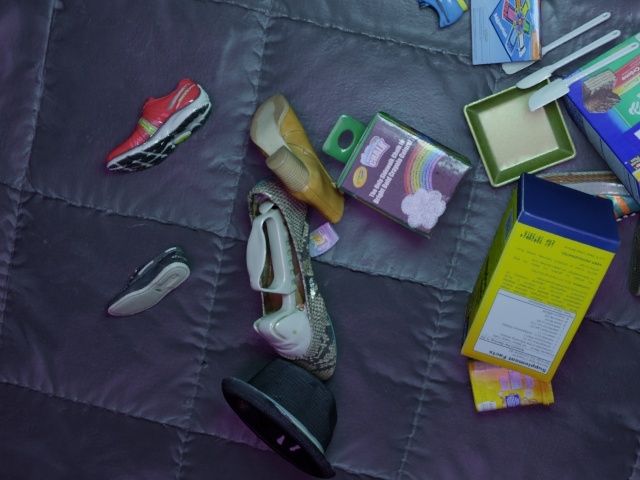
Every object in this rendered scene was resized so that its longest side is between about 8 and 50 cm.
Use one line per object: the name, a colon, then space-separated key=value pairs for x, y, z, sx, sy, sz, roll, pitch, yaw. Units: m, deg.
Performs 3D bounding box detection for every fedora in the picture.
fedora: x=-0.060 y=0.377 z=1.833 sx=0.334 sy=0.334 sz=0.152 roll=41 pitch=68 yaw=0

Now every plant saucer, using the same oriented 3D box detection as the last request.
plant saucer: x=0.423 y=-0.233 z=1.758 sx=0.188 sy=0.045 sz=0.188 roll=-21 pitch=95 yaw=10

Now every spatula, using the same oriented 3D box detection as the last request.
spatula: x=0.508 y=-0.376 z=1.686 sx=0.242 sy=0.168 sz=0.019 roll=-29 pitch=135 yaw=13

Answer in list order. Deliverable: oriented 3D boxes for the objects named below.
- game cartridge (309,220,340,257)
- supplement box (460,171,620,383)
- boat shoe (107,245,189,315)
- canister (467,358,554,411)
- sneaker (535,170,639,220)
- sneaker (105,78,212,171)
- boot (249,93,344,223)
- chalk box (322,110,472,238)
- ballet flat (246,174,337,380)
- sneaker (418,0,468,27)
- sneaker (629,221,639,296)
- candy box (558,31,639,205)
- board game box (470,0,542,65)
game cartridge: x=0.000 y=0.000 z=1.862 sx=0.083 sy=0.017 sz=0.056 roll=-34 pitch=97 yaw=11
supplement box: x=0.438 y=0.076 z=1.677 sx=0.194 sy=0.195 sz=0.356 roll=19 pitch=120 yaw=4
boat shoe: x=-0.401 y=0.099 z=1.908 sx=0.233 sy=0.084 sz=0.079 roll=-35 pitch=55 yaw=18
canister: x=0.421 y=0.310 z=1.830 sx=0.170 sy=0.073 sz=0.126 roll=-10 pitch=97 yaw=10
sneaker: x=0.594 y=-0.076 z=1.740 sx=0.302 sy=0.108 sz=0.121 roll=1 pitch=114 yaw=5
sneaker: x=-0.370 y=-0.256 z=1.841 sx=0.279 sy=0.107 sz=0.118 roll=-35 pitch=75 yaw=8
boot: x=-0.044 y=-0.171 z=1.773 sx=0.104 sy=0.295 sz=0.211 roll=-34 pitch=128 yaw=17
chalk box: x=0.150 y=-0.159 z=1.738 sx=0.289 sy=0.179 sz=0.180 roll=31 pitch=102 yaw=2
ballet flat: x=-0.087 y=0.100 z=1.801 sx=0.164 sy=0.182 sz=0.483 roll=-5 pitch=100 yaw=32
sneaker: x=0.220 y=-0.543 z=1.723 sx=0.082 sy=0.069 sz=0.209 roll=-35 pitch=93 yaw=15
sneaker: x=0.714 y=0.029 z=1.763 sx=0.071 sy=0.066 sz=0.188 roll=3 pitch=105 yaw=-10
candy box: x=0.659 y=-0.253 z=1.595 sx=0.268 sy=0.122 sz=0.317 roll=-31 pitch=49 yaw=10
board game box: x=0.382 y=-0.511 z=1.703 sx=0.145 sy=0.027 sz=0.281 roll=2 pitch=100 yaw=31
